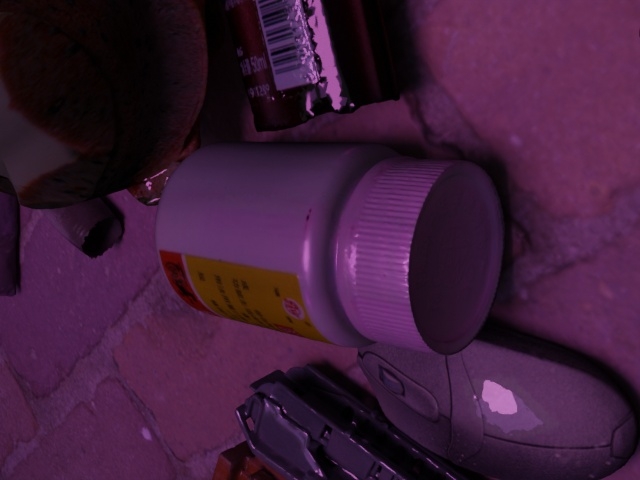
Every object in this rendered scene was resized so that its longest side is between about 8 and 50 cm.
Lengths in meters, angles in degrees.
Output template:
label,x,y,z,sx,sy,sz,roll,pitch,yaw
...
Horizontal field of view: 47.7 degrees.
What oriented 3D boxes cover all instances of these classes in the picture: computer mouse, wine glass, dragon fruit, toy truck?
label,x,y,z,sx,sy,sz,roll,pitch,yaw
computer mouse,0.104,0.110,0.520,0.228,0.068,0.113,12,115,37
wine glass,-0.300,-0.061,0.802,0.198,0.066,0.066,39,130,22
dragon fruit,-0.202,-0.132,0.518,0.295,0.268,0.130,-39,43,35
toy truck,0.060,0.252,0.583,0.338,0.133,0.185,30,115,31

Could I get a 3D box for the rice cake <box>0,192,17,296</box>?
label,x,y,z,sx,sy,sz,roll,pitch,yaw
rice cake,-0.415,-0.093,0.882,0.064,0.070,0.399,35,128,30

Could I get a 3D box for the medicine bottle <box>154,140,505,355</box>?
label,x,y,z,sx,sy,sz,roll,pitch,yaw
medicine bottle,0.000,0.000,0.512,0.225,0.139,0.139,7,113,39

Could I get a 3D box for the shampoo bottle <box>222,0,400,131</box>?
label,x,y,z,sx,sy,sz,roll,pitch,yaw
shampoo bottle,-0.034,-0.239,0.475,0.129,0.084,0.323,0,108,52
